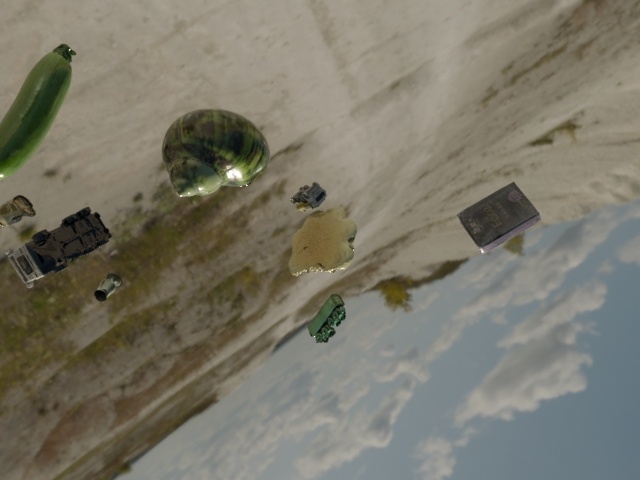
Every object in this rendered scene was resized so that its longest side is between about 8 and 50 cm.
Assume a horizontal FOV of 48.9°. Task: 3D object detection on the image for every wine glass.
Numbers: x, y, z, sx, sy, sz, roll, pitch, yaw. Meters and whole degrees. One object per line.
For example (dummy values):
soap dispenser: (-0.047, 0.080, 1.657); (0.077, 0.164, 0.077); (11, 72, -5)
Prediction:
wine glass: (-0.483, 0.109, 1.601); (0.039, 0.042, 0.083); (-14, -157, 11)

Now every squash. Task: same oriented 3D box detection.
squash: (-0.712, -0.311, 1.732); (0.395, 0.107, 0.107); (-63, 179, -10)

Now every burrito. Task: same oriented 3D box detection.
burrito: (-0.675, -0.063, 1.539); (0.149, 0.055, 0.041); (-14, -166, 39)

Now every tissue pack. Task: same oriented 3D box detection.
tissue pack: (0.406, -0.051, 1.606); (0.156, 0.112, 0.051); (-32, 142, 6)

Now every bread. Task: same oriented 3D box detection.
bread: (0.000, 0.000, 1.822); (0.039, 0.182, 0.251); (18, 163, -37)

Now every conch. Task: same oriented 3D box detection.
conch: (-0.193, -0.152, 1.270); (0.181, 0.187, 0.124); (-58, -170, 2)

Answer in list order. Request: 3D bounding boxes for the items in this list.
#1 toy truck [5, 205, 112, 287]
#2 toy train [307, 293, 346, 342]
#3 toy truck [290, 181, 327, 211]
toy truck: (-0.594, 0.009, 1.619); (0.125, 0.101, 0.242); (-21, -168, 35)
toy train: (0.018, 0.202, 1.772); (0.038, 0.071, 0.148); (-2, 139, -38)
toy truck: (-0.030, -0.112, 1.870); (0.052, 0.063, 0.123); (-50, -164, -23)
